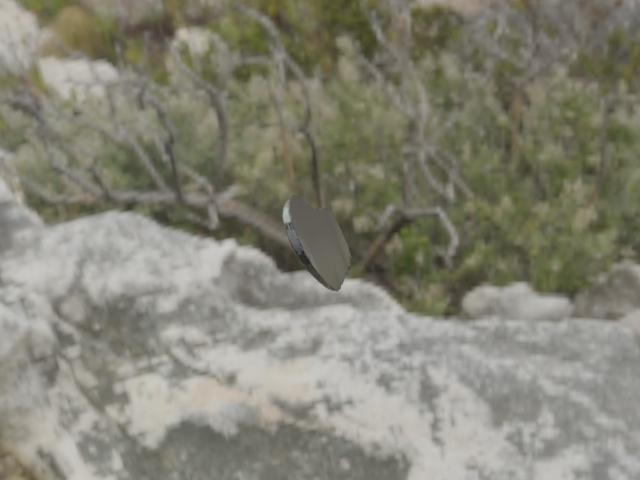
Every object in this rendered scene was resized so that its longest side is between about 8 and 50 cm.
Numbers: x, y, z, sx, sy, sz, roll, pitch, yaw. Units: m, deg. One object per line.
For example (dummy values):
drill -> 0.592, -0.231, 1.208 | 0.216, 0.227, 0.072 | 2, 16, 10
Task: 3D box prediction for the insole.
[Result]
insole -> 0.000, 0.000, 1.643 | 0.012, 0.309, 0.110 | -24, 90, 8
